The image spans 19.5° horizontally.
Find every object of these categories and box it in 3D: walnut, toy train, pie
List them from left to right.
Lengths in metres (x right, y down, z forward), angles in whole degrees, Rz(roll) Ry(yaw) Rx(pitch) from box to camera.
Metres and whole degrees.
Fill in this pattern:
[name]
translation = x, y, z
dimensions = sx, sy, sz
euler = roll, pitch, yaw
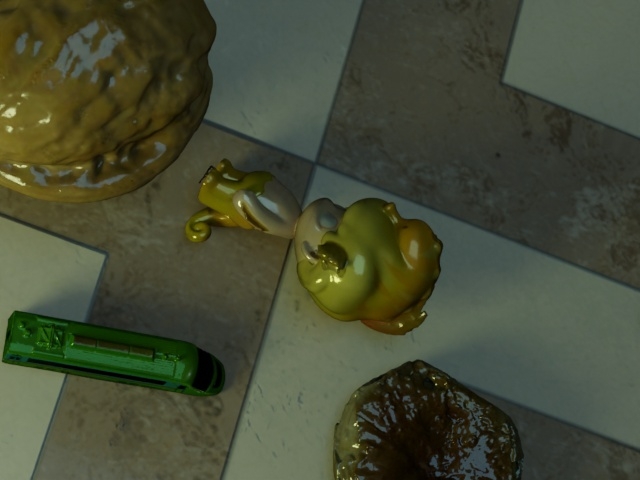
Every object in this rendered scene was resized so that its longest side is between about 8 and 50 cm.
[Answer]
[walnut]
translation = -0.223, -0.152, 1.685
dimensions = 0.257, 0.224, 0.257
euler = 4, 69, -10
[toy train]
translation = -0.184, 0.105, 1.709
dimensions = 0.209, 0.042, 0.044
euler = 11, 69, -15
[pie]
translation = 0.102, 0.215, 1.768
dimensions = 0.195, 0.046, 0.195
euler = 5, 71, -17

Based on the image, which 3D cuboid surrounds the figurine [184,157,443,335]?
[figurine]
translation = 0.000, 0.000, 1.774
dimensions = 0.246, 0.131, 0.156
euler = 28, 24, 8
